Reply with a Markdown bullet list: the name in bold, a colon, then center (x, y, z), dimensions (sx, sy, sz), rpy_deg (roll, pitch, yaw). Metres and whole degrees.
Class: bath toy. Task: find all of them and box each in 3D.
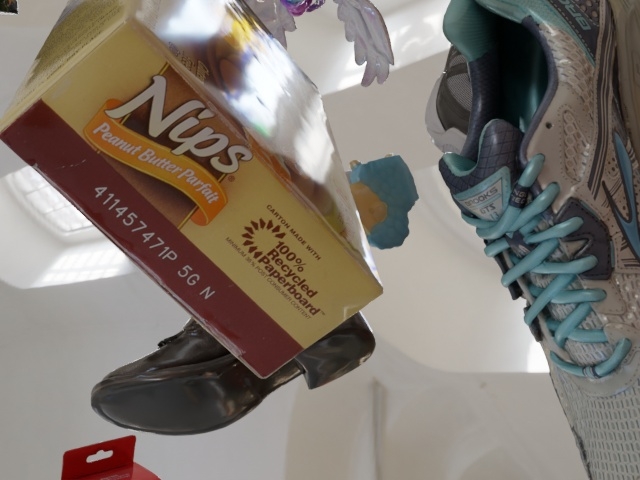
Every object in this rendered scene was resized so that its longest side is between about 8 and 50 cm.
- **bath toy**: center (0.000, 0.000, 1.244), dimensions (0.151, 0.348, 0.129), rpy_deg (-16, -98, -31)

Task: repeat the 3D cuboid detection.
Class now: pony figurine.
- **pony figurine**: center (-0.009, -0.471, 1.555), dimensions (0.351, 0.302, 0.364), rpy_deg (71, -147, -57)

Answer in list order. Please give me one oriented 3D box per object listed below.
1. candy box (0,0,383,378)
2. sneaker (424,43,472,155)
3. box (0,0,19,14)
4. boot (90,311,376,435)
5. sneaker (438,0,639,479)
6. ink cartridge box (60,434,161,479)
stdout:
- **candy box**: center (-0.070, -0.083, 0.544), dimensions (0.183, 0.087, 0.316), rpy_deg (48, -167, -26)
- **sneaker**: center (0.157, -0.174, 0.750), dimensions (0.101, 0.153, 0.269), rpy_deg (14, -142, 2)
- **box**: center (-0.444, -0.406, 1.119), dimensions (0.159, 0.044, 0.233), rpy_deg (-48, -43, -76)
- **boot**: center (-0.084, 0.040, 0.807), dimensions (0.262, 0.091, 0.229), rpy_deg (-16, -131, -4)
- **sneaker**: center (0.115, -0.005, 0.442), dimensions (0.122, 0.110, 0.283), rpy_deg (4, -110, -32)
- **ink cartridge box**: center (-0.319, 0.422, 1.341), dimensions (0.134, 0.078, 0.231), rpy_deg (-5, -75, -46)
